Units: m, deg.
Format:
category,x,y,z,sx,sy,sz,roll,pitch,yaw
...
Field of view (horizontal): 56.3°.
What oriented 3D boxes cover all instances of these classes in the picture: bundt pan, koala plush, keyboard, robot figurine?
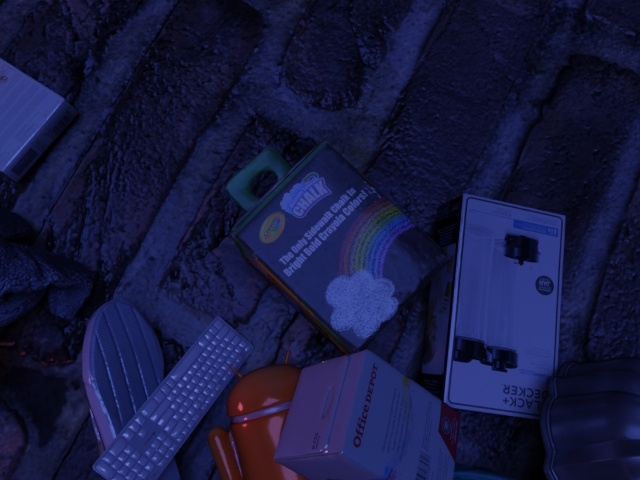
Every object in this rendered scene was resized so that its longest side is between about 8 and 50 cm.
category,x,y,z,sx,sy,sz,roll,pitch,yaw
bundt pan,0.415,0.286,0.713,0.330,0.124,0.331,22,51,-31
koala plush,-0.463,0.086,0.794,0.196,0.203,0.221,37,91,6
keyboard,-0.184,0.212,0.791,0.072,0.014,0.256,45,51,-10
robot figurine,-0.049,0.260,0.792,0.158,0.128,0.220,-21,79,23

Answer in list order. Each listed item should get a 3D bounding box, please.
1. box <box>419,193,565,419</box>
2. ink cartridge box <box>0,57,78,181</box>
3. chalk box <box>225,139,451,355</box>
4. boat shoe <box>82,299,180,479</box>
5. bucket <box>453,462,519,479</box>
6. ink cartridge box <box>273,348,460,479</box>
category,x,y,z,sx,sy,sz,roll,pitch,yaw
box,0.243,0.096,0.843,0.169,0.087,0.290,12,77,-12
ink cartridge box,-0.487,-0.190,0.927,0.179,0.045,0.145,32,78,23
chalk box,0.000,0.000,0.826,0.289,0.179,0.180,44,80,8
boat shoe,-0.267,0.234,0.803,0.109,0.094,0.302,2,66,-44
bucket,0.206,0.427,0.735,0.281,0.183,0.281,1,79,-3
ink cartridge box,0.060,0.235,0.721,0.176,0.127,0.128,39,49,-24
